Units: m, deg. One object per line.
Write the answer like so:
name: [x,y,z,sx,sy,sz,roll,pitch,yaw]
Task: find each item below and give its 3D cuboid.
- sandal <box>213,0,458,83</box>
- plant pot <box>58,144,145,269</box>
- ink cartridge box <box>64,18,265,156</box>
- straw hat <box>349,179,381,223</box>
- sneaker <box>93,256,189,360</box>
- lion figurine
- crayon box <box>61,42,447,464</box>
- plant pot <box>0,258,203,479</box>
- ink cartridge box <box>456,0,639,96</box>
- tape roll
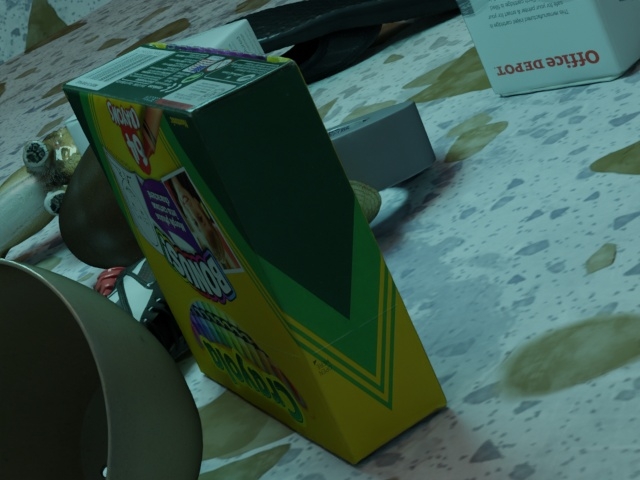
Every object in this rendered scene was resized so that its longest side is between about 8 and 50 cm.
sandal: [0.019,-0.293,2.506,0.446,0.107,0.167,-13,18,2]
plant pot: [-0.206,-0.050,2.009,0.230,0.215,0.215,-26,12,49]
ink cartridge box: [-0.174,-0.146,2.229,0.168,0.171,0.232,-13,24,36]
straw hat: [0.000,0.000,1.771,0.144,0.144,0.061,-22,60,13]
sneaker: [-0.168,0.079,1.732,0.135,0.097,0.276,-26,17,9]
lion figurine: [-0.402,-0.031,2.281,0.392,0.142,0.240,-31,3,4]
crayon box: [-0.068,-0.004,1.483,0.106,0.313,0.363,-29,18,-17]
plant pot: [-0.204,0.161,1.370,0.284,0.284,0.191,-13,-12,35]
ink cartridge box: [0.250,-0.317,1.966,0.197,0.273,0.114,-5,25,48]
tape roll: [0.013,-0.081,1.889,0.219,0.072,0.219,-22,6,3]
